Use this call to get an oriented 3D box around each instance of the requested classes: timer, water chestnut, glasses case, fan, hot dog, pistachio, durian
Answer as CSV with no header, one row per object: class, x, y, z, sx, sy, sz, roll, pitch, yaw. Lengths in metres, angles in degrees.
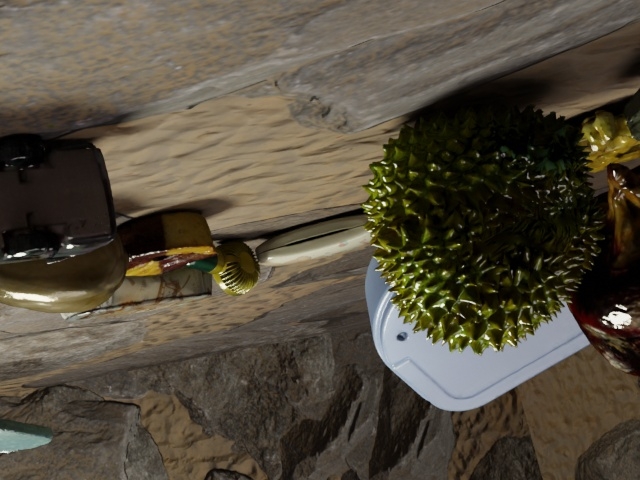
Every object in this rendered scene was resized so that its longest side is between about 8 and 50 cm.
timer,0.248,0.075,1.753,0.394,0.173,0.395,-3,130,-3
water chestnut,0.480,0.006,1.505,0.335,0.347,0.335,-35,-156,18
glasses case,0.000,0.000,1.643,0.204,0.051,0.081,-15,169,7
fan,-0.146,0.033,1.574,0.039,0.082,0.155,-24,155,31
hot dog,-0.278,0.071,1.597,0.144,0.075,0.268,-16,175,38
pistachio,-0.309,0.027,1.233,0.185,0.126,0.108,-5,125,-28
durian,0.172,-0.025,1.185,0.291,0.291,0.224,-11,-176,-16

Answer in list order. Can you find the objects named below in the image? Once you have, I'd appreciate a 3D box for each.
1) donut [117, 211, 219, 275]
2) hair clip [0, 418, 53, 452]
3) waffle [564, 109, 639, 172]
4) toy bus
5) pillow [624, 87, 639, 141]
donut,-0.203,0.006,1.367,0.140,0.059,0.140,-13,171,-2
hair clip,-0.542,0.155,1.202,0.318,0.239,0.392,-16,170,17
waffle,0.380,-0.129,1.450,0.291,0.051,0.291,-12,172,-2
toy bus,-0.340,-0.016,0.910,0.316,0.113,0.138,-5,171,-39
pillow,0.466,-0.178,1.081,0.255,0.120,0.322,-13,170,-4
